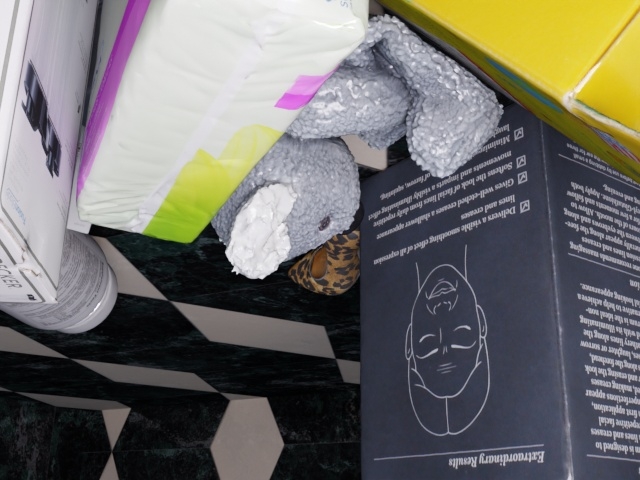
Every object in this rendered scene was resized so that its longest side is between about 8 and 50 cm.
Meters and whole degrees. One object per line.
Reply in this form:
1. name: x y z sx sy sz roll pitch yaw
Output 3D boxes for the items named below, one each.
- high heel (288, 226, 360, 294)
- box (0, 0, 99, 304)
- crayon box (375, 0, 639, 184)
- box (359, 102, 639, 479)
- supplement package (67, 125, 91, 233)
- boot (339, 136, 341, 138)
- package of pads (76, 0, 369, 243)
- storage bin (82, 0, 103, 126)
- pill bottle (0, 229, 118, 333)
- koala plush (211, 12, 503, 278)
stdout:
1. high heel: 0.000 0.000 1.137 0.261 0.093 0.186 -14 144 43
2. box: -0.199 -0.121 0.479 0.087 0.290 0.169 3 161 -7
3. crayon box: 0.142 -0.122 0.473 0.202 0.318 0.081 22 110 -46
4. box: 0.212 0.089 0.888 0.212 0.396 0.293 15 156 -33
5. supplement package: -0.290 -0.082 0.771 0.105 0.105 0.179 17 180 -37
6. boot: -0.031 -0.090 0.825 0.082 0.106 0.219 -6 159 19
7. package of pads: -0.072 -0.154 0.474 0.101 0.229 0.296 11 157 -23
8. storage bin: -0.172 -0.154 0.682 0.135 0.091 0.098 -9 158 28
9. pill bottle: -0.400 0.036 1.118 0.160 0.160 0.283 -1 160 5
10. koala plush: -0.016 -0.077 0.628 0.203 0.221 0.196 32 -175 -20
